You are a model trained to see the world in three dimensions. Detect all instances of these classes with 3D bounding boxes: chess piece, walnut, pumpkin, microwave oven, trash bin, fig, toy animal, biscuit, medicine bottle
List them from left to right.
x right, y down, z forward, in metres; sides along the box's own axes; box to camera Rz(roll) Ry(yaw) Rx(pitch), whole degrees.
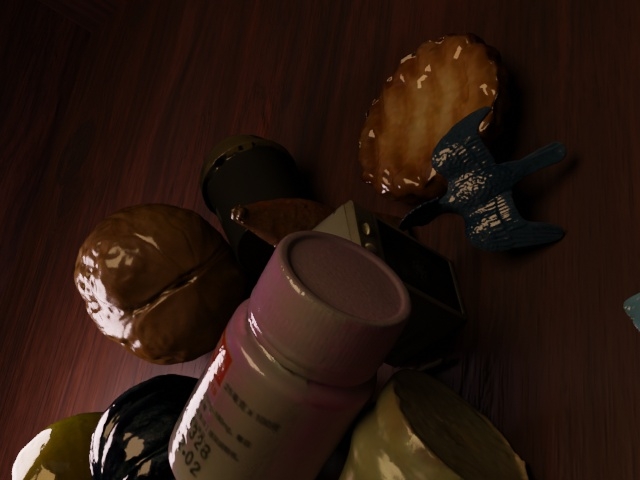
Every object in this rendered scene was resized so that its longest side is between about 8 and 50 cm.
[{"bbox_3d":[-0.466,0.496,1.639,0.343,0.343,0.343,-31,44,37],"label":"fig"},{"bbox_3d":[-0.340,0.089,1.726,0.308,0.354,0.398,-31,15,-33],"label":"walnut"},{"bbox_3d":[-0.239,0.403,1.373,0.363,0.266,0.363,42,142,45],"label":"pumpkin"},{"bbox_3d":[-0.134,-0.095,1.708,0.214,0.214,0.334,-49,41,17],"label":"trash bin"},{"bbox_3d":[-0.048,0.193,1.112,0.388,0.219,0.219,-61,31,29],"label":"medicine bottle"},{"bbox_3d":[0.060,0.412,1.102,0.442,0.234,0.234,-54,35,16],"label":"chess piece"},{"bbox_3d":[0.079,0.076,1.279,0.194,0.240,0.145,-37,42,31],"label":"microwave oven"},{"bbox_3d":[0.206,-0.210,1.440,0.326,0.107,0.325,-29,49,40],"label":"biscuit"},{"bbox_3d":[0.250,-0.075,1.232,0.255,0.176,0.239,-35,77,29],"label":"toy animal"}]

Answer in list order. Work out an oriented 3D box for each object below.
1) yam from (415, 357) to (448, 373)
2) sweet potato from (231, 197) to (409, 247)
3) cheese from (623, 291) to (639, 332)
[{"bbox_3d":[0.158,0.210,1.284,0.107,0.014,0.014,-33,44,36],"label":"yam"},{"bbox_3d":[-0.001,-0.001,1.376,0.131,0.337,0.131,-23,63,57],"label":"sweet potato"},{"bbox_3d":[0.431,0.151,0.939,0.135,0.052,0.244,-30,44,34],"label":"cheese"}]
